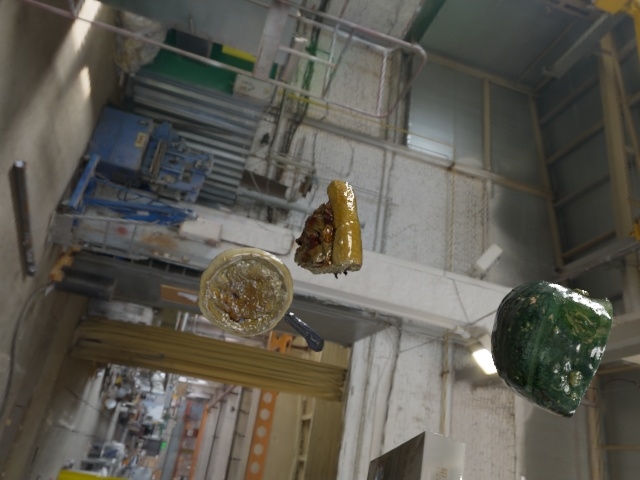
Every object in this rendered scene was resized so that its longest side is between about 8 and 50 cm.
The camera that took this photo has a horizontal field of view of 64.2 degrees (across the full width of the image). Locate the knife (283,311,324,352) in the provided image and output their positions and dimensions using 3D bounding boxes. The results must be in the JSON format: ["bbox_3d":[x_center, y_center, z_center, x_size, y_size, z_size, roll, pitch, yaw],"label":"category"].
[{"bbox_3d":[-0.036,0.187,1.054,0.031,0.121,0.018,-41,-165,18],"label":"knife"}]

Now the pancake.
[{"bbox_3d":[-0.114,0.083,0.789,0.025,0.152,0.151,-116,-138,-70],"label":"pancake"}]

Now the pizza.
[{"bbox_3d":[-0.001,0.001,0.799,0.194,0.069,0.154,-47,-135,52],"label":"pizza"}]

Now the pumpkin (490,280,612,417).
[{"bbox_3d":[0.461,0.212,1.079,0.293,0.197,0.263,13,96,-70],"label":"pumpkin"}]

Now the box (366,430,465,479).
[{"bbox_3d":[0.123,0.380,0.737,0.233,0.067,0.149,116,-5,-54],"label":"box"}]
